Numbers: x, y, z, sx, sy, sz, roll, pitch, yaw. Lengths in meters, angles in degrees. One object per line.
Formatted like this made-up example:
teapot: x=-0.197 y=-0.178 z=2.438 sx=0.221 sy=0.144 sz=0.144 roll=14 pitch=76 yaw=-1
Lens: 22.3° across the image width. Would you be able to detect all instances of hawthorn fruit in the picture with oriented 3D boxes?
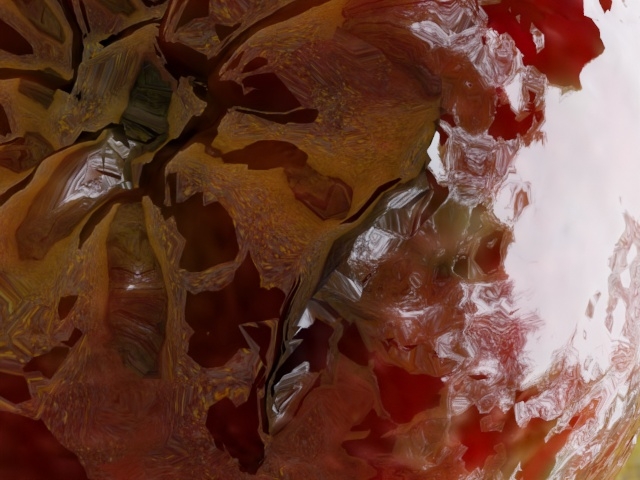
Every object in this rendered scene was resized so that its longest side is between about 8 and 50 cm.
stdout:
hawthorn fruit: x=0.000 y=0.000 z=0.754 sx=0.403 sy=0.403 sz=0.402 roll=-5 pitch=90 yaw=-89
